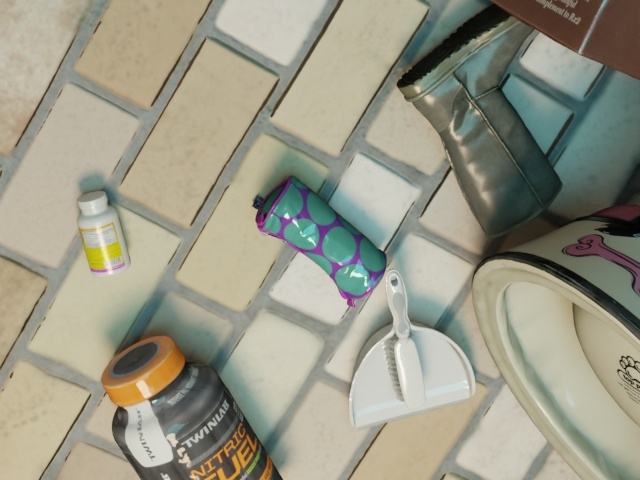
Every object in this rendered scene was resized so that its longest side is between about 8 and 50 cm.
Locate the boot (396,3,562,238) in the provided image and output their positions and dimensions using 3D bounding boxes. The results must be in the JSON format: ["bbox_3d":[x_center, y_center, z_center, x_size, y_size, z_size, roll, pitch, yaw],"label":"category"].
[{"bbox_3d":[0.198,-0.129,1.473,0.189,0.076,0.208,-36,109,6],"label":"boot"}]

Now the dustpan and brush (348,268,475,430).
[{"bbox_3d":[0.091,0.116,1.545,0.147,0.060,0.211,-14,113,-5],"label":"dustpan and brush"}]

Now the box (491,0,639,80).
[{"bbox_3d":[0.375,-0.205,1.374,0.381,0.191,0.143,19,106,-28],"label":"box"}]

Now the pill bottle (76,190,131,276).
[{"bbox_3d":[-0.225,-0.007,1.456,0.043,0.043,0.083,-14,111,-5],"label":"pill bottle"}]

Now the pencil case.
[{"bbox_3d":[0.000,0.000,1.487,0.151,0.064,0.070,39,82,-20],"label":"pencil case"}]

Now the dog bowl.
[{"bbox_3d":[0.345,0.138,1.440,0.150,0.408,0.408,-37,113,-15],"label":"dog bowl"}]

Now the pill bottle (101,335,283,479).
[{"bbox_3d":[-0.137,0.221,1.509,0.130,0.130,0.246,-29,112,1],"label":"pill bottle"}]
